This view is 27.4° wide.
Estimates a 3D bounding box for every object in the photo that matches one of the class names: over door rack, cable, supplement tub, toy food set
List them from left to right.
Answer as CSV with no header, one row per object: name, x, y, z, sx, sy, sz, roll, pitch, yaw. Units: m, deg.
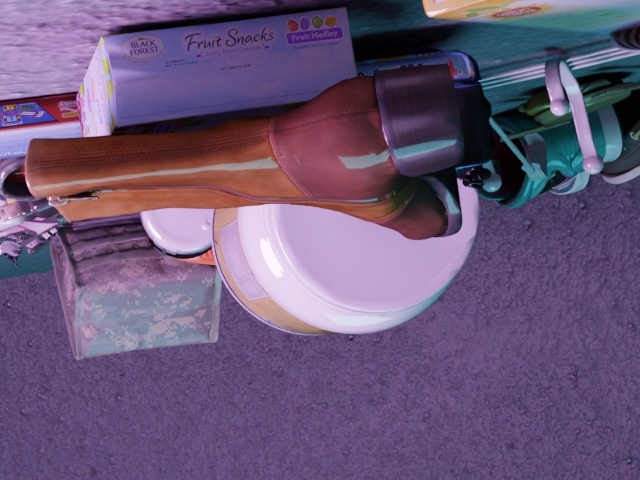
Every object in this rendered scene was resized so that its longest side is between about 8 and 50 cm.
cable,-0.220,-0.091,1.324,0.287,0.072,0.139,-22,157,-5
supplement tub,-0.178,-0.035,1.725,0.117,0.117,0.190,-9,177,-8
supplement tub,0.019,-0.020,1.392,0.241,0.241,0.331,-9,177,-13
toy food set,0.305,-0.171,1.548,0.132,0.039,0.192,-17,177,-34
over door rack,0.292,-0.114,1.381,0.239,0.108,0.324,-10,168,24

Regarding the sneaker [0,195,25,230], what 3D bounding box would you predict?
sneaker,-0.449,0.004,1.564,0.232,0.115,0.090,-10,178,16

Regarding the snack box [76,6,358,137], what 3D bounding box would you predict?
snack box,-0.083,-0.107,0.975,0.174,0.070,0.207,-9,178,-17

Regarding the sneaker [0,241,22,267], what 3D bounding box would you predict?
sneaker,-0.481,0.009,2.100,0.098,0.069,0.038,-8,178,-31

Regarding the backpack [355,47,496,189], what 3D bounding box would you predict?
backpack,0.057,-0.101,1.122,0.158,0.117,0.173,-8,-170,-4

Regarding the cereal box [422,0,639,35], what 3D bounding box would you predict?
cereal box,0.196,-0.173,0.820,0.173,0.047,0.240,-11,178,37

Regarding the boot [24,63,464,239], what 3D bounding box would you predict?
boot,-0.043,-0.033,0.924,0.280,0.096,0.264,-11,174,3

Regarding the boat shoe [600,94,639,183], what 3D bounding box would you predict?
boat shoe,0.427,-0.148,1.752,0.116,0.096,0.324,-50,-173,-6

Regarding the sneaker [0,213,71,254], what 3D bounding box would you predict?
sneaker,-0.370,-0.022,1.732,0.178,0.077,0.072,-10,179,-2

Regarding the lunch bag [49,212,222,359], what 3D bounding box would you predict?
lunch bag,-0.301,0.038,2.098,0.235,0.169,0.287,-6,-147,-19

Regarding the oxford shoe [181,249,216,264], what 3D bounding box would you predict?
oxford shoe,-0.081,-0.036,2.038,0.363,0.130,0.133,-9,-176,-12

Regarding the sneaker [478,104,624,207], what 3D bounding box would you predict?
sneaker,0.284,-0.106,1.785,0.178,0.124,0.295,-14,171,-7

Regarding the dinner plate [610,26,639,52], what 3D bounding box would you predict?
dinner plate,0.276,-0.165,0.936,0.141,0.017,0.141,-24,-158,10

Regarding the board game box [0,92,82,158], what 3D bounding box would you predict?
board game box,-0.330,-0.082,1.091,0.281,0.027,0.145,-9,176,-17
